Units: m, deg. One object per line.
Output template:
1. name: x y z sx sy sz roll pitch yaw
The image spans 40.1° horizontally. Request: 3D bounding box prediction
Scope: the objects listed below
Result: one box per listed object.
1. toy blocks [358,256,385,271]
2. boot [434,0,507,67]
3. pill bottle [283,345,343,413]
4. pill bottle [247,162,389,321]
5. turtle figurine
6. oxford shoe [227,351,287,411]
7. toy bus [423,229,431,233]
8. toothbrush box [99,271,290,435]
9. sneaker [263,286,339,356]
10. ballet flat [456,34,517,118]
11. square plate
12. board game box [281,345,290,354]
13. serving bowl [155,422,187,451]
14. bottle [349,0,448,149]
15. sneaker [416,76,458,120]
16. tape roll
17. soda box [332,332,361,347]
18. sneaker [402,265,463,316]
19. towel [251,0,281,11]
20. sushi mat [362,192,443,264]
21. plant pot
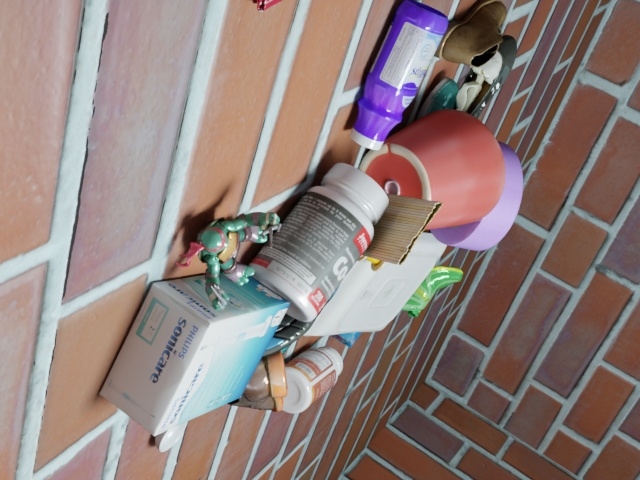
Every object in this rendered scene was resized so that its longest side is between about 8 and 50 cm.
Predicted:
1. toy blocks: 0.105 -0.013 1.989 0.148 0.054 0.123 33 99 -28
2. boot: 0.367 -0.460 1.979 0.305 0.115 0.112 -41 154 -45
3. pill bottle: -0.030 0.345 2.223 0.216 0.121 0.121 -24 142 -60
4. pill bottle: 0.000 0.000 1.676 0.283 0.161 0.161 -53 161 -17
5. turtle figurine: -0.142 0.013 1.403 0.175 0.118 0.234 -51 175 1
6. oxford shoe: -0.149 0.306 1.906 0.363 0.133 0.129 103 -22 -70
7. toy bus: 0.264 0.001 2.464 0.130 0.108 0.333 -59 163 6
8. toothbrush box: -0.204 0.179 1.489 0.216 0.126 0.295 -62 162 14
9. sneaker: -0.054 0.149 1.842 0.341 0.125 0.139 -41 160 -38
10. ballet flat: 0.406 -0.398 2.223 0.096 0.095 0.280 8 113 -58
11. square plate: 0.156 0.121 2.223 0.344 0.049 0.347 4 127 -55
12. board game box: -0.054 0.178 2.045 0.186 0.026 0.126 -53 162 -17
13. serving bowl: -0.296 0.371 1.715 0.083 0.027 0.083 -49 160 -25
14. bottle: 0.142 -0.310 1.660 0.118 0.092 0.282 -20 139 -64
15. sneaker: 0.287 -0.244 2.102 0.108 0.121 0.302 -39 154 -46
16. tape roll: 0.368 -0.116 2.130 0.090 0.274 0.274 10 118 -26
17. soda box: 0.112 0.187 2.420 0.210 0.071 0.067 -52 160 -17
18. sneaker: 0.278 0.156 2.544 0.296 0.123 0.109 -21 172 -2
19. towel: -0.010 -0.451 1.136 0.199 0.031 0.274 -44 159 -43
20. sushi mat: 0.105 -0.036 1.768 0.019 0.317 0.151 40 76 -31
21. plant pot: 0.229 -0.140 1.935 0.243 0.275 0.274 -22 141 -45
